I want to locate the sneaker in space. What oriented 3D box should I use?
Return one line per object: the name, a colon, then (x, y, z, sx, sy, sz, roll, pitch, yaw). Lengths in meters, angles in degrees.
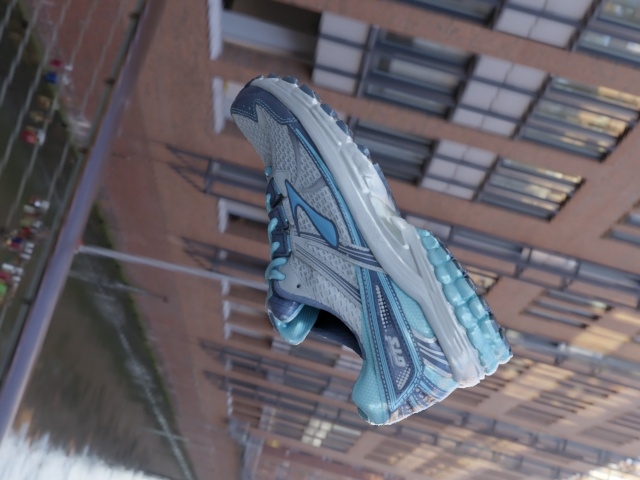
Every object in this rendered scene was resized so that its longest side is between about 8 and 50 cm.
sneaker: (0.000, 0.000, 0.663, 0.122, 0.283, 0.110, -36, 152, -3)
